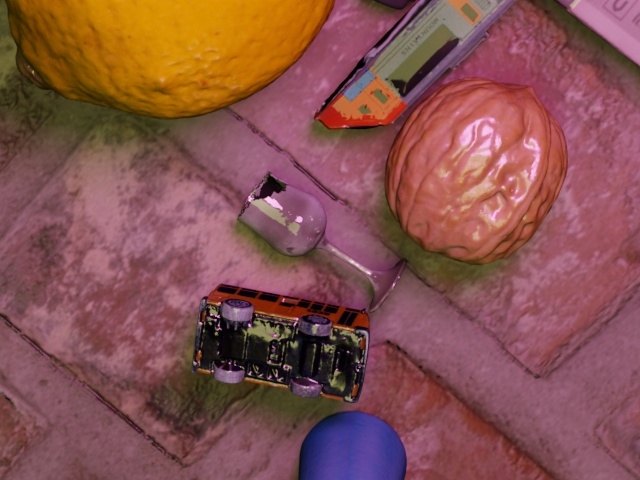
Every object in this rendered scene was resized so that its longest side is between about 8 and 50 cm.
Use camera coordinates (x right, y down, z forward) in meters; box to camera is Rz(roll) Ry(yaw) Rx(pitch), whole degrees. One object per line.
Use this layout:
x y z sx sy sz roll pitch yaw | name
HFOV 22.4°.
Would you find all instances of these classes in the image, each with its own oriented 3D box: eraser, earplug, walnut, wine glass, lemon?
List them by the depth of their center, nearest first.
-0.163 -0.296 1.675 0.387 0.350 0.350 -33 100 5 | lemon
0.370 -0.226 1.760 0.352 0.061 0.089 32 106 -24 | eraser
0.175 -0.081 1.787 0.213 0.213 0.213 1 105 4 | walnut
0.030 0.307 1.849 0.132 0.273 0.132 1 105 4 | earplug
0.000 0.000 1.873 0.195 0.079 0.079 33 104 -6 | wine glass

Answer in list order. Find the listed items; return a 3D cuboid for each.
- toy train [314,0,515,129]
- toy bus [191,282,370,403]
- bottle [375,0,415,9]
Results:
0.159 -0.259 1.790 0.089 0.086 0.409 43 103 -9 | toy train
-0.040 0.119 1.889 0.201 0.114 0.098 10 104 7 | toy bus
0.100 -0.378 1.770 0.082 0.072 0.244 20 106 9 | bottle
